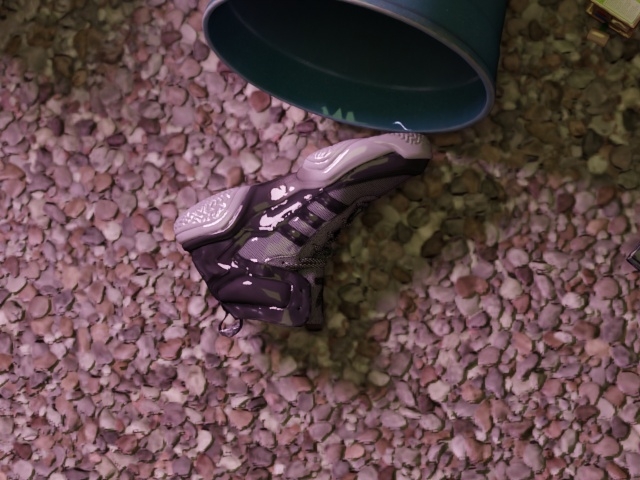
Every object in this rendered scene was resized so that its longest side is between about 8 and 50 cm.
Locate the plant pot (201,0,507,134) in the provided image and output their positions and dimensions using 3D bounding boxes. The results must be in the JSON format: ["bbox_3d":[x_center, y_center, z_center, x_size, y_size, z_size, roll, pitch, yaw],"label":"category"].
[{"bbox_3d":[0.059,-0.270,1.219,0.271,0.271,0.255,14,74,9],"label":"plant pot"}]

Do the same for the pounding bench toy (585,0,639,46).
[{"bbox_3d":[0.282,-0.220,1.268,0.052,0.065,0.083,35,92,8],"label":"pounding bench toy"}]

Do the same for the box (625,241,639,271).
[{"bbox_3d":[0.425,-0.010,1.240,0.175,0.051,0.220,41,93,9],"label":"box"}]

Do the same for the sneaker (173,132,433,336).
[{"bbox_3d":[0.000,0.000,1.283,0.268,0.101,0.153,-21,84,13],"label":"sneaker"}]
